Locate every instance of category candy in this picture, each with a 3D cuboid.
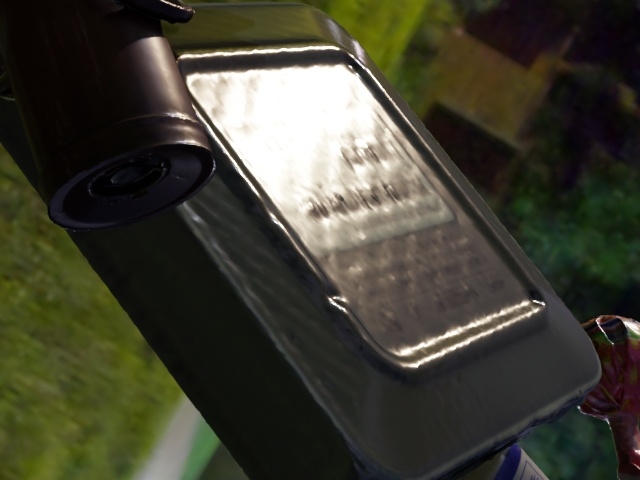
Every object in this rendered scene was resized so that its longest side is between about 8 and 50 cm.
[{"bbox_3d":[0.358,0.266,1.941,0.124,0.124,0.365,125,-38,-66],"label":"candy"}]

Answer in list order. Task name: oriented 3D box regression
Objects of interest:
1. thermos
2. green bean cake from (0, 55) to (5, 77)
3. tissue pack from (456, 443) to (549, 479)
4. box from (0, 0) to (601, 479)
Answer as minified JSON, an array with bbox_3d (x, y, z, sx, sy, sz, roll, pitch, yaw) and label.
[{"bbox_3d":[-0.141,-0.126,0.913,0.124,0.232,0.099,-30,160,21],"label":"thermos"},{"bbox_3d":[-0.263,-0.248,1.642,0.233,0.198,0.097,-35,155,19],"label":"green bean cake"},{"bbox_3d":[0.160,0.330,1.510,0.137,0.269,0.209,-3,-133,52],"label":"tissue pack"},{"bbox_3d":[0.001,-0.001,1.180,0.111,0.396,0.396,-44,166,28],"label":"box"}]
